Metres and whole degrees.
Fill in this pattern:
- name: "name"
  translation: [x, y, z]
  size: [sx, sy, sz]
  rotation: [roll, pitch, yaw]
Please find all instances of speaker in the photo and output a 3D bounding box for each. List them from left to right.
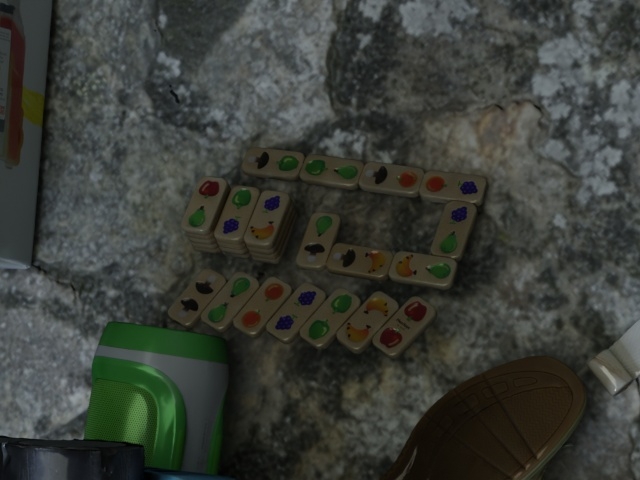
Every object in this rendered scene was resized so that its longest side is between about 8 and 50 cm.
- name: "speaker"
  translation: [-0.159, 0.226, 1.530]
  size: [0.131, 0.131, 0.296]
  rotation: [6, 85, 21]

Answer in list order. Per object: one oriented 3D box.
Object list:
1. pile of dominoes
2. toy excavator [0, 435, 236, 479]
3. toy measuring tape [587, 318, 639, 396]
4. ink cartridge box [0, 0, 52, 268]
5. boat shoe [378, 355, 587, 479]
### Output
- name: "pile of dominoes"
  translation: [0.000, 0.000, 1.503]
  size: [0.251, 0.040, 0.196]
  rotation: [8, 59, 21]
- name: "toy excavator"
  translation: [-0.043, 0.268, 1.337]
  size: [0.433, 0.445, 0.222]
  rotation: [-5, 82, 55]
- name: "toy measuring tape"
  translation: [0.338, 0.002, 1.379]
  size: [0.330, 0.121, 0.121]
  rotation: [-43, 71, 11]
- name: "ink cartridge box"
  translation: [-0.420, -0.167, 1.664]
  size: [0.279, 0.160, 0.384]
  rotation: [1, 83, 21]
- name: "boat shoe"
  translation: [0.114, 0.210, 1.459]
  size: [0.285, 0.089, 0.104]
  rotation: [-41, 56, 8]
